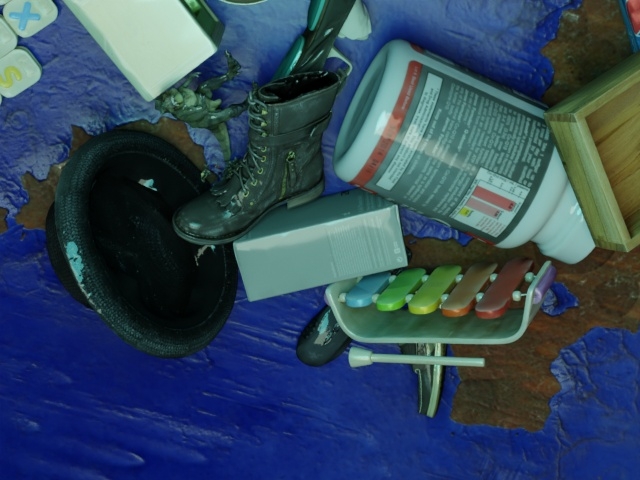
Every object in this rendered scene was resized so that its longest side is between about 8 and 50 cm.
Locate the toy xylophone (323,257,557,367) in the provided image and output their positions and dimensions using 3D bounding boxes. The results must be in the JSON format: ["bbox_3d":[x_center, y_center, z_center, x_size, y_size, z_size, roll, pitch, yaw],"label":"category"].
[{"bbox_3d":[0.161,0.095,1.929,0.323,0.236,0.081,-4,108,16],"label":"toy xylophone"}]

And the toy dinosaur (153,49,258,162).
[{"bbox_3d":[-0.140,-0.186,1.903,0.118,0.268,0.064,-39,69,7],"label":"toy dinosaur"}]

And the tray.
[{"bbox_3d":[0.497,-0.177,1.867,0.411,0.076,0.203,-32,110,-21],"label":"tray"}]

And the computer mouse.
[{"bbox_3d":[0.050,0.099,2.090,0.071,0.041,0.242,36,106,-11],"label":"computer mouse"}]

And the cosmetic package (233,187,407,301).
[{"bbox_3d":[0.000,0.000,2.009,0.238,0.127,0.107,-11,110,2],"label":"cosmetic package"}]

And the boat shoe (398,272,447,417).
[{"bbox_3d":[0.153,0.153,2.093,0.073,0.080,0.223,5,103,8],"label":"boat shoe"}]

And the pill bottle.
[{"bbox_3d":[0.217,-0.113,1.919,0.363,0.210,0.210,23,109,-10],"label":"pill bottle"}]

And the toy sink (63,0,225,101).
[{"bbox_3d":[-0.246,-0.329,1.873,0.131,0.153,0.234,-36,105,12],"label":"toy sink"}]

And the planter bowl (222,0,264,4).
[{"bbox_3d":[-0.102,-0.404,1.867,0.162,0.109,0.162,0,110,-1],"label":"planter bowl"}]

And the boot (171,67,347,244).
[{"bbox_3d":[-0.088,-0.123,1.905,0.263,0.091,0.229,-26,148,-22],"label":"boot"}]

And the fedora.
[{"bbox_3d":[-0.273,0.015,1.979,0.152,0.334,0.334,-15,114,41],"label":"fedora"}]

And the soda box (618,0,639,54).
[{"bbox_3d":[0.448,-0.324,1.916,0.067,0.071,0.210,-18,109,6],"label":"soda box"}]

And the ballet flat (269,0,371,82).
[{"bbox_3d":[0.009,-0.279,1.930,0.096,0.095,0.280,17,120,-17],"label":"ballet flat"}]

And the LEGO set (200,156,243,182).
[{"bbox_3d":[-0.135,-0.104,2.016,0.083,0.023,0.054,9,129,-37],"label":"LEGO set"}]

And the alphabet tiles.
[{"bbox_3d":[-0.518,-0.303,1.930,0.278,0.021,0.284,-30,116,10],"label":"alphabet tiles"}]
